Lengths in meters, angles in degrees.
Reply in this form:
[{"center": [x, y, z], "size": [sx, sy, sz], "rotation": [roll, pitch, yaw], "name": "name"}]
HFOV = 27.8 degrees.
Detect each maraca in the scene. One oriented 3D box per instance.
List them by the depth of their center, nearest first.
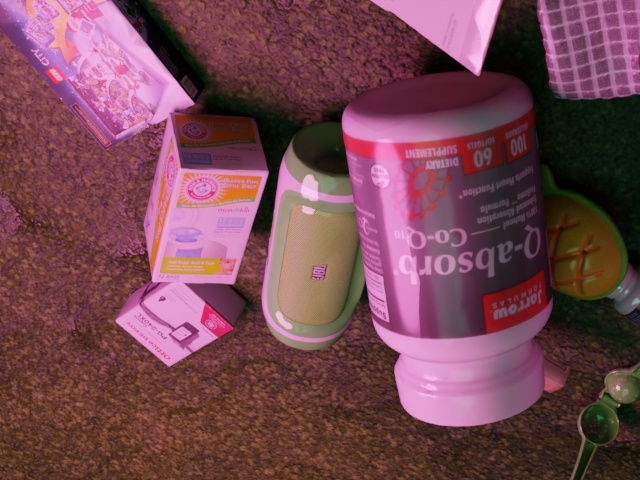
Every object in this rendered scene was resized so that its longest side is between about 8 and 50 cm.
[{"center": [0.284, -0.010, 1.527], "size": [0.185, 0.099, 0.127], "rotation": [47, 131, 13], "name": "maraca"}]

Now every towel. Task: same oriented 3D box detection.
[{"center": [0.320, -0.276, 1.267], "size": [0.235, 0.121, 0.283], "rotation": [-4, 127, 22], "name": "towel"}]

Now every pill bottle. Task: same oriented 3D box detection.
[{"center": [0.151, 0.008, 1.451], "size": [0.210, 0.210, 0.363], "rotation": [-2, 111, 21], "name": "pill bottle"}, {"center": [0.400, 0.072, 1.569], "size": [0.120, 0.067, 0.067], "rotation": [31, 132, -8], "name": "pill bottle"}]

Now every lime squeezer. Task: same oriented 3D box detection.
[{"center": [0.382, 0.216, 1.684], "size": [0.059, 0.110, 0.310], "rotation": [34, 103, 12], "name": "lime squeezer"}]

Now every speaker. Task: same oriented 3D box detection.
[{"center": [0.000, 0.000, 1.614], "size": [0.131, 0.131, 0.296], "rotation": [16, 132, 6], "name": "speaker"}]

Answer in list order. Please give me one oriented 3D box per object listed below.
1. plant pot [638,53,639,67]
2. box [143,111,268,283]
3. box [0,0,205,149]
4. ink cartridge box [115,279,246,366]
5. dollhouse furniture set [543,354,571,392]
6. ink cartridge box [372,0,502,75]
[{"center": [0.369, -0.253, 1.080], "size": [0.263, 0.263, 0.229], "rotation": [-18, 100, 31], "name": "plant pot"}, {"center": [-0.147, -0.051, 1.613], "size": [0.114, 0.103, 0.203], "rotation": [2, 135, -19], "name": "box"}, {"center": [-0.273, -0.234, 1.567], "size": [0.159, 0.044, 0.233], "rotation": [-22, 119, 33], "name": "box"}, {"center": [-0.197, 0.100, 1.811], "size": [0.109, 0.063, 0.150], "rotation": [43, 129, -18], "name": "ink cartridge box"}, {"center": [0.222, 0.121, 1.684], "size": [0.182, 0.101, 0.161], "rotation": [29, 157, -6], "name": "dollhouse furniture set"}, {"center": [0.105, -0.346, 1.237], "size": [0.261, 0.066, 0.296], "rotation": [39, 142, 22], "name": "ink cartridge box"}]
